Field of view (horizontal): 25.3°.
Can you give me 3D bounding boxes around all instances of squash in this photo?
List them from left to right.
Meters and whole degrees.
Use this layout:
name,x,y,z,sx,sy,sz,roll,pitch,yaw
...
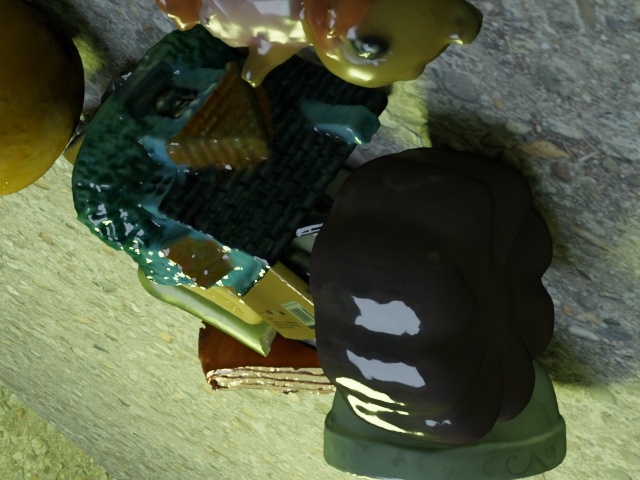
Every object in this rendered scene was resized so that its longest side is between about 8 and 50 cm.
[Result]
name,x,y,z,sx,sy,sz,roll,pitch,yaw
squash,-0.175,0.091,2.244,0.250,0.083,0.083,30,159,-2

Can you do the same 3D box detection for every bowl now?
name,x,y,z,sx,sy,sz,roll,pitch,yaw
bowl,0.156,0.199,1.794,0.307,0.163,0.307,1,-172,0

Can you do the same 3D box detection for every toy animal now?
name,x,y,z,sx,sy,sz,roll,pitch,yaw
toy animal,0.008,-0.212,1.219,0.281,0.195,0.169,23,-164,34

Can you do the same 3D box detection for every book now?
name,x,y,z,sx,sy,sz,roll,pitch,yaw
book,-0.144,-0.006,1.746,0.389,0.032,0.269,40,165,-13

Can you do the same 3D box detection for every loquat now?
name,x,y,z,sx,sy,sz,roll,pitch,yaw
loquat,-0.420,-0.180,1.744,0.263,0.263,0.263,28,158,12

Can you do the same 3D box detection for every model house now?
name,x,y,z,sx,sy,sz,roll,pitch,yaw
model house,-0.081,-0.078,1.479,0.241,0.261,0.226,8,148,49

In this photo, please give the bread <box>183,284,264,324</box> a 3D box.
name,x,y,z,sx,sy,sz,roll,pitch,yaw
bread,-0.150,0.031,2.040,0.217,0.098,0.147,31,160,12

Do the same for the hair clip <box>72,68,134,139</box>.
name,x,y,z,sx,sy,sz,roll,pitch,yaw
hair clip,-0.254,-0.126,1.857,0.138,0.091,0.321,35,160,-12

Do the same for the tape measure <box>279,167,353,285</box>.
name,x,y,z,sx,sy,sz,roll,pitch,yaw
tape measure,0.000,0.000,1.726,0.271,0.133,0.231,26,158,24

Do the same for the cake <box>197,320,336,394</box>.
name,x,y,z,sx,sy,sz,roll,pitch,yaw
cake,-0.074,0.207,2.313,0.287,0.135,0.098,16,140,17

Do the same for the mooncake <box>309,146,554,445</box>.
name,x,y,z,sx,sy,sz,roll,pitch,yaw
mooncake,0.126,0.056,1.467,0.154,0.306,0.306,9,149,34
